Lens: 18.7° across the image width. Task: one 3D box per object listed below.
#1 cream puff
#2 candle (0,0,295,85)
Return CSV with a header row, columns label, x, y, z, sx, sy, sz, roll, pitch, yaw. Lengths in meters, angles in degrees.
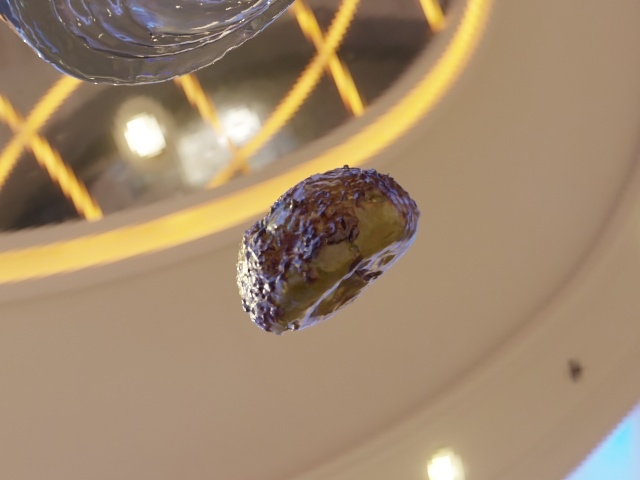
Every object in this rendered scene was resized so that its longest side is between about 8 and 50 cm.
label,x,y,z,sx,sy,sz,roll,pitch,yaw
cream puff,0.000,0.000,1.373,0.084,0.149,0.149,49,-139,11
candle,-0.111,-0.210,0.968,0.221,0.221,0.342,5,-149,-46
